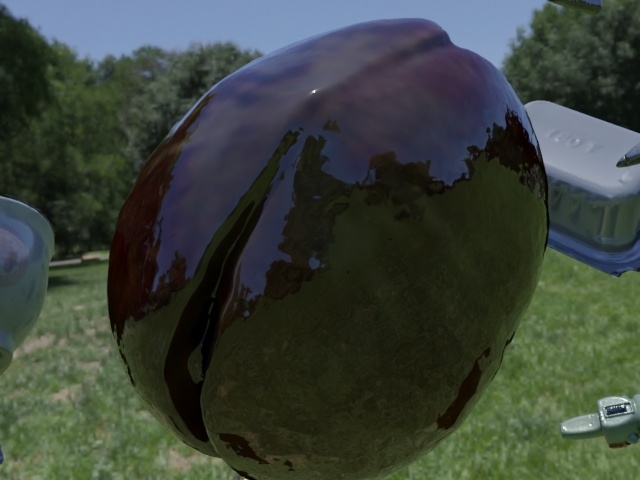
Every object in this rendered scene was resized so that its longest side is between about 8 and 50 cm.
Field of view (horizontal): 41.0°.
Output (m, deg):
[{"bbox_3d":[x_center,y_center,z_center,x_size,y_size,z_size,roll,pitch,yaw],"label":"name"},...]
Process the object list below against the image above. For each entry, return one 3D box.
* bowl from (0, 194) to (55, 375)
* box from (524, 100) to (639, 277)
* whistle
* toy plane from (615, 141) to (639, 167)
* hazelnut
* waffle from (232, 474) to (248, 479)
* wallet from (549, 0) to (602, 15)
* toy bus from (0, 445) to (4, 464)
[{"bbox_3d":[-0.479,0.102,1.072,0.346,0.157,0.345,-24,-23,-11],"label":"bowl"},{"bbox_3d":[0.387,-0.109,1.302,0.337,0.106,0.264,28,52,30],"label":"box"},{"bbox_3d":[0.625,0.375,1.773,0.253,0.105,0.102,-15,12,16],"label":"whistle"},{"bbox_3d":[0.457,-0.152,0.955,0.267,0.212,0.088,-22,-35,10],"label":"toy plane"},{"bbox_3d":[0.000,0.000,0.790,0.429,0.402,0.402,-48,15,-12],"label":"hazelnut"},{"bbox_3d":[-0.159,0.495,1.460,0.054,0.204,0.223,24,39,4],"label":"waffle"},{"bbox_3d":[0.395,-0.470,1.500,0.229,0.182,0.049,-14,-30,-51],"label":"wallet"},{"bbox_3d":[-0.627,0.353,1.449,0.167,0.076,0.073,29,-3,-26],"label":"toy bus"}]
